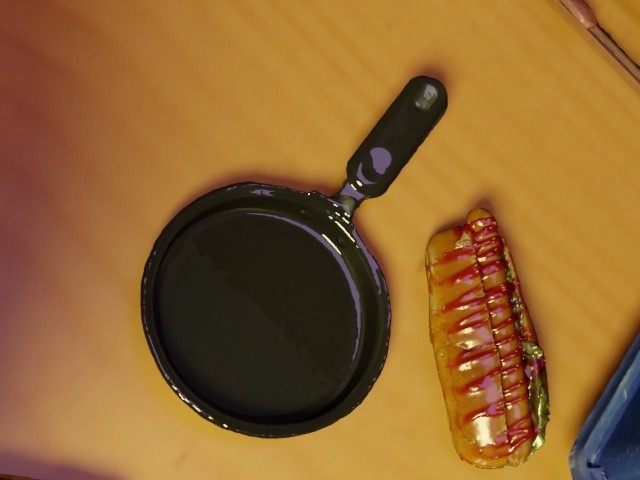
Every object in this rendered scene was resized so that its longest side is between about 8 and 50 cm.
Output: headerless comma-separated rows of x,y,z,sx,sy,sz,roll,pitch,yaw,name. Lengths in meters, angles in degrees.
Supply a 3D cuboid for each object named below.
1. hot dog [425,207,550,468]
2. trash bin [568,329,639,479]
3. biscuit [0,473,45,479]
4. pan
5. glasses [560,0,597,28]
0.092,0.053,0.630,0.062,0.038,0.144,-1,74,-21,hot dog
0.263,0.101,0.570,0.184,0.234,0.162,38,64,-3,trash bin
-0.199,0.149,0.494,0.247,0.029,0.118,14,72,-16,biscuit
0.000,0.000,0.617,0.136,0.028,0.235,40,67,-6,pan
0.135,-0.278,0.664,0.268,0.234,0.118,41,38,-18,glasses
